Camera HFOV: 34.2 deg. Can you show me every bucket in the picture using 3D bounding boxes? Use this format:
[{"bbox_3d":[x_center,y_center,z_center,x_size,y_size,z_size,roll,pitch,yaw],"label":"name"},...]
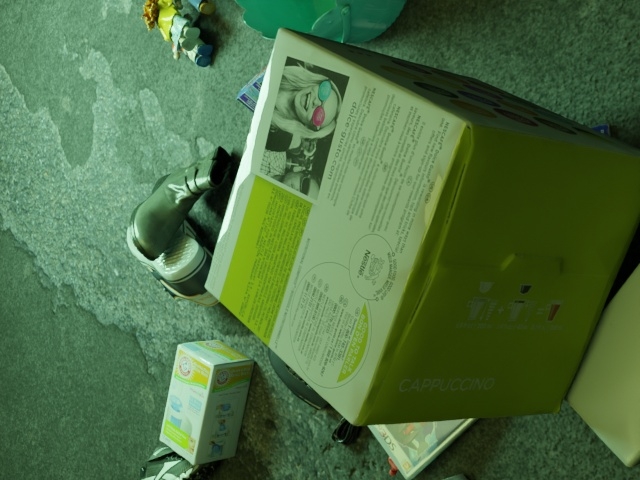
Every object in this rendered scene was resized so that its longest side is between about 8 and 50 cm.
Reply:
[{"bbox_3d":[0.004,-0.446,1.683,0.281,0.183,0.281,1,91,45],"label":"bucket"}]

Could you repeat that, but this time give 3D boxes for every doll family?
[{"bbox_3d":[-0.264,-0.469,1.986,0.163,0.118,0.263,45,121,34],"label":"doll family"}]

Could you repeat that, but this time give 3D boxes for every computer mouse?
[{"bbox_3d":[-0.003,0.209,1.788,0.262,0.060,0.184,50,124,31],"label":"computer mouse"}]

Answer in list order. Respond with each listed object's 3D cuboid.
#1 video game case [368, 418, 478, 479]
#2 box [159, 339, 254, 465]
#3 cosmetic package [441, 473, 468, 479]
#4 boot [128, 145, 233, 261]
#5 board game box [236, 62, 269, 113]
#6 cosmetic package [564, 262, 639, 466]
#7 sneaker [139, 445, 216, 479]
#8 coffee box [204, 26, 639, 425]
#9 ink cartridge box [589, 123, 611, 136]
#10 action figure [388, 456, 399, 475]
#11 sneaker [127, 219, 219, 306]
[{"bbox_3d":[0.151,0.243,1.633,0.201,0.023,0.183,-48,64,22],"label":"video game case"},{"bbox_3d":[-0.215,0.302,1.966,0.114,0.103,0.203,25,108,41],"label":"box"},{"bbox_3d":[0.254,0.467,1.543,0.239,0.060,0.098,45,124,34],"label":"cosmetic package"},{"bbox_3d":[-0.252,-0.080,1.913,0.161,0.083,0.246,-28,28,29],"label":"boot"},{"bbox_3d":[-0.020,-0.215,1.720,0.136,0.201,0.035,-36,24,38],"label":"board game box"},{"bbox_3d":[0.472,0.075,1.219,0.156,0.217,0.385,52,122,32],"label":"cosmetic package"},{"bbox_3d":[-0.294,0.451,2.065,0.234,0.078,0.106,-39,67,40],"label":"sneaker"},{"bbox_3d":[0.121,-0.014,1.215,0.334,0.338,0.338,36,114,46],"label":"coffee box"},{"bbox_3d":[0.256,-0.055,1.533,0.371,0.069,0.175,-9,85,42],"label":"ink cartridge box"},{"bbox_3d":[0.140,0.333,1.673,0.038,0.030,0.115,44,113,40],"label":"action figure"},{"bbox_3d":[-0.278,0.032,2.004,0.126,0.127,0.321,-39,32,-3],"label":"sneaker"}]
